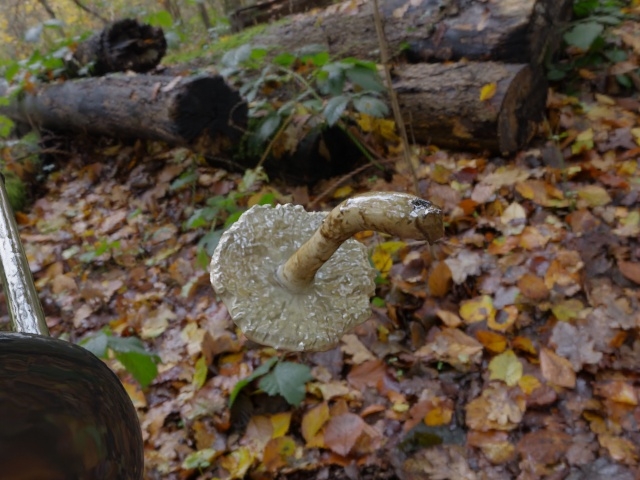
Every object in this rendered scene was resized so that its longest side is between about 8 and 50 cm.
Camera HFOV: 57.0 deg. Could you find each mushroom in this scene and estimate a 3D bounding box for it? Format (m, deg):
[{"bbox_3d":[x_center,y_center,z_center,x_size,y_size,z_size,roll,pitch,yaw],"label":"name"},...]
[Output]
[{"bbox_3d":[0.006,-0.003,0.783,0.302,0.233,0.208,-50,-6,22],"label":"mushroom"}]

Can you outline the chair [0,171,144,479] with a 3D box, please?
[{"bbox_3d":[-0.389,0.147,0.520,0.364,0.362,0.410,-19,29,-39],"label":"chair"}]
